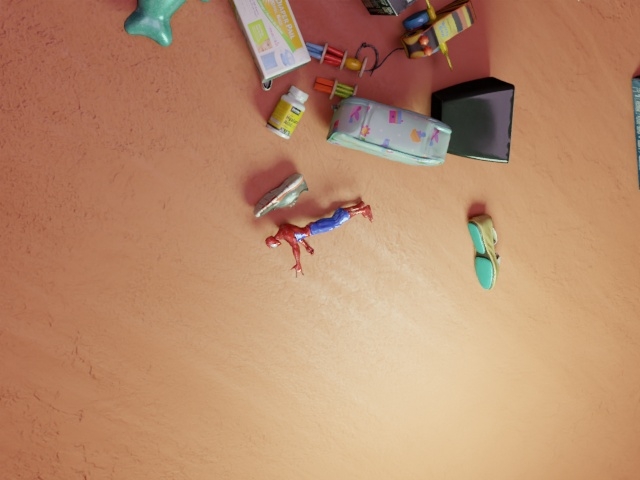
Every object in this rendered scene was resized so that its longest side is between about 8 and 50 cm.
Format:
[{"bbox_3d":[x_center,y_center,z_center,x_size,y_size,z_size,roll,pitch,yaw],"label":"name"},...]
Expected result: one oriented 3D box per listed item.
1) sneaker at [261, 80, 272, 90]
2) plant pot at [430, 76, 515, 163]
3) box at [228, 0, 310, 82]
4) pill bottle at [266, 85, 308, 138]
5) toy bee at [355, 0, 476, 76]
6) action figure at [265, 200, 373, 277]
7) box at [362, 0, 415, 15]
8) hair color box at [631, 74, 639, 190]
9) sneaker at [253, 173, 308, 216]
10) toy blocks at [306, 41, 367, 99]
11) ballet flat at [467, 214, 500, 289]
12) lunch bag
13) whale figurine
[{"bbox_3d":[-0.123,-0.394,1.408,0.031,0.037,0.083,-5,110,-11],"label":"sneaker"},{"bbox_3d":[0.369,-0.302,1.504,0.166,0.188,0.188,-2,112,0],"label":"plant pot"},{"bbox_3d":[-0.115,-0.468,1.325,0.114,0.103,0.203,-24,103,-5],"label":"box"},{"bbox_3d":[-0.077,-0.308,1.437,0.065,0.065,0.116,25,102,-22],"label":"pill bottle"},{"bbox_3d":[0.255,-0.469,1.412,0.195,0.162,0.298,38,97,-26],"label":"toy bee"},{"bbox_3d":[0.000,0.000,1.559,0.280,0.091,0.139,-14,104,-9],"label":"action figure"},{"bbox_3d":[0.129,-0.581,1.324,0.077,0.180,0.147,-39,115,2],"label":"box"},{"bbox_3d":[0.997,-0.312,1.698,0.173,0.105,0.347,-21,115,-6],"label":"hair color box"},{"bbox_3d":[-0.095,-0.100,1.517,0.158,0.061,0.065,-36,121,1],"label":"sneaker"},{"bbox_3d":[0.023,-0.403,1.434,0.148,0.054,0.123,17,116,-6],"label":"toy blocks"},{"bbox_3d":[0.480,0.033,1.711,0.073,0.080,0.232,-27,117,-20],"label":"ballet flat"},{"bbox_3d":[0.152,-0.255,1.422,0.279,0.224,0.108,15,95,-7],"label":"lunch bag"},{"bbox_3d":[-0.324,-0.545,1.240,0.216,0.141,0.272,17,106,-20],"label":"whale figurine"}]
